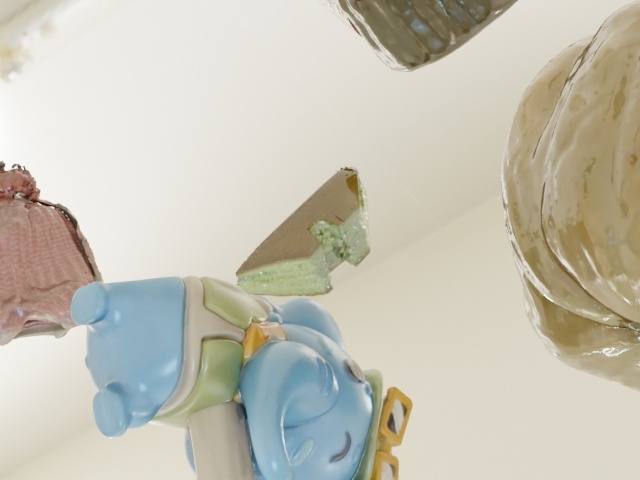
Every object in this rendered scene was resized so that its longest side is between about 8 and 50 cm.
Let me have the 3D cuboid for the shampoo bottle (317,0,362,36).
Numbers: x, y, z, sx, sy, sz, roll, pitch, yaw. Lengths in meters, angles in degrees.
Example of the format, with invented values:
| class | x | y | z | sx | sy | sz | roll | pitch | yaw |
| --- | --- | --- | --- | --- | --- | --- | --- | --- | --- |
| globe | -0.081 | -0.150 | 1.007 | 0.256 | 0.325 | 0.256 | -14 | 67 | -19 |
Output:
| class | x | y | z | sx | sy | sz | roll | pitch | yaw |
| --- | --- | --- | --- | --- | --- | --- | --- | --- | --- |
| shampoo bottle | 0.020 | -0.427 | 2.096 | 0.076 | 0.118 | 0.314 | -28 | -147 | -7 |

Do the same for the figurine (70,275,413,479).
| class | x | y | z | sx | sy | sz | roll | pitch | yaw |
| --- | --- | --- | --- | --- | --- | --- | --- | --- | --- |
| figurine | -0.052 | 0.118 | 0.867 | 0.154 | 0.262 | 0.180 | -47 | -132 | 23 |

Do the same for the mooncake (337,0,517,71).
| class | x | y | z | sx | sy | sz | roll | pitch | yaw |
| --- | --- | --- | --- | --- | --- | --- | --- | --- | --- |
| mooncake | 0.157 | -0.374 | 1.728 | 0.290 | 0.161 | 0.290 | -34 | -157 | 17 |

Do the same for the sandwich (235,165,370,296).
| class | x | y | z | sx | sy | sz | roll | pitch | yaw |
| --- | --- | --- | --- | --- | --- | --- | --- | --- | --- |
| sandwich | 0.000 | 0.000 | 1.695 | 0.088 | 0.090 | 0.244 | 32 | -119 | 31 |

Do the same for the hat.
| class | x | y | z | sx | sy | sz | roll | pitch | yaw |
| --- | --- | --- | --- | --- | --- | --- | --- | --- | --- |
| hat | -0.395 | 0.020 | 1.634 | 0.236 | 0.107 | 0.286 | -7 | -128 | -10 |

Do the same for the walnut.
| class | x | y | z | sx | sy | sz | roll | pitch | yaw |
| --- | --- | --- | --- | --- | --- | --- | --- | --- | --- |
| walnut | 0.266 | -0.041 | 0.875 | 0.285 | 0.296 | 0.285 | 2 | -117 | -3 |
